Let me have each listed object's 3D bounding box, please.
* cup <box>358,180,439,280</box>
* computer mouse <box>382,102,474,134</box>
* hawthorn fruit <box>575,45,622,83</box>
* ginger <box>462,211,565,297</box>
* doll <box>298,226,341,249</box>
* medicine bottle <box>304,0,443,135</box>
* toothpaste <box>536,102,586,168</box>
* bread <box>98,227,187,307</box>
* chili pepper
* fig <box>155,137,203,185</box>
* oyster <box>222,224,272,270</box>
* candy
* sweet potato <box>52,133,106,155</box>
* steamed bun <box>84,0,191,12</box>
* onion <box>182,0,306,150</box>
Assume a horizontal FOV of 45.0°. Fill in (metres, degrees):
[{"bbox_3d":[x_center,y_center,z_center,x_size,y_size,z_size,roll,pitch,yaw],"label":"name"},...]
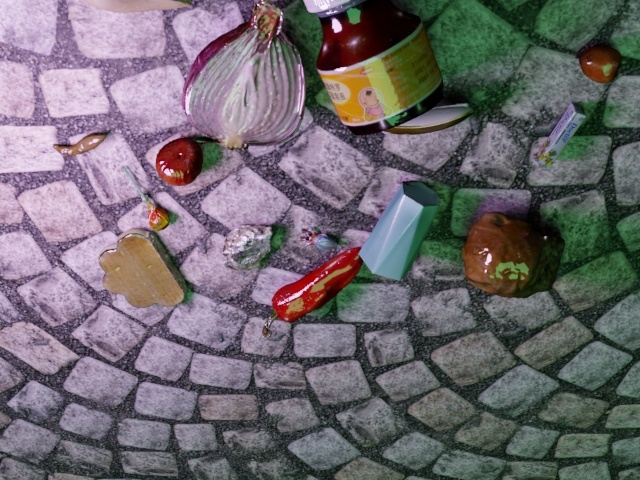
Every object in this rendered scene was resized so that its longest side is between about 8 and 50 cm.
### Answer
[{"bbox_3d":[0.208,-0.034,1.964,0.134,0.148,0.236,-6,133,-38],"label":"cup"},{"bbox_3d":[0.228,-0.272,1.770,0.245,0.126,0.056,-5,92,5],"label":"computer mouse"},{"bbox_3d":[0.604,-0.386,1.685,0.093,0.081,0.081,16,130,6],"label":"hawthorn fruit"},{"bbox_3d":[0.481,0.045,1.973,0.223,0.200,0.269,16,179,28],"label":"ginger"},{"bbox_3d":[0.000,0.000,2.046,0.114,0.039,0.057,17,95,1],"label":"doll"},{"bbox_3d":[0.083,-0.426,1.573,0.242,0.242,0.395,-21,112,18],"label":"medicine bottle"},{"bbox_3d":[0.566,-0.244,1.823,0.034,0.046,0.164,19,128,-10],"label":"toothpaste"},{"bbox_3d":[-0.501,0.085,2.115,0.207,0.056,0.287,-13,128,8],"label":"bread"},{"bbox_3d":[-0.023,0.136,2.122,0.387,0.110,0.110,-34,122,20],"label":"chili pepper"},{"bbox_3d":[-0.332,-0.167,1.863,0.119,0.119,0.153,-5,131,5],"label":"fig"},{"bbox_3d":[-0.196,0.020,2.053,0.125,0.064,0.177,10,131,-13],"label":"oyster"},{"bbox_3d":[-0.448,-0.107,1.965,0.060,0.060,0.201,-19,120,16],"label":"candy"},{"bbox_3d":[-0.578,-0.230,1.868,0.153,0.038,0.041,-11,107,21],"label":"sweet potato"},{"bbox_3d":[-0.389,-0.552,1.547,0.231,0.110,0.212,-4,129,1],"label":"steamed bun"},{"bbox_3d":[-0.149,-0.374,1.662,0.267,0.159,0.349,10,123,-22],"label":"onion"}]
